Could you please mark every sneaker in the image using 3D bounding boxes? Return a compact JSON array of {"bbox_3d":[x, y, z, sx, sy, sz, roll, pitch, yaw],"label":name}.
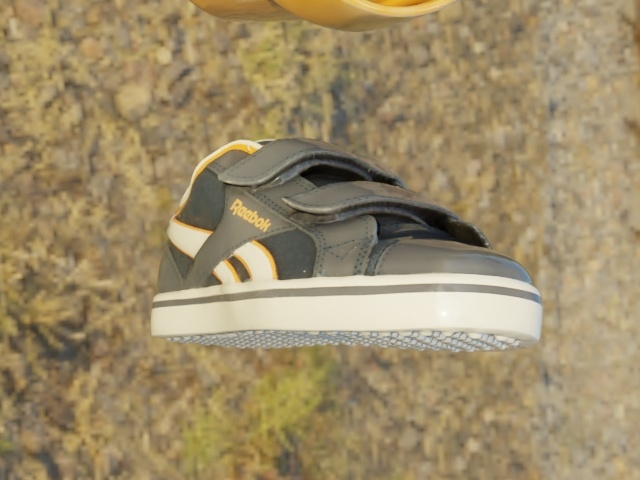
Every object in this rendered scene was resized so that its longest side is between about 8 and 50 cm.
[{"bbox_3d":[0.000,0.000,0.811,0.126,0.321,0.127,11,82,-36],"label":"sneaker"}]

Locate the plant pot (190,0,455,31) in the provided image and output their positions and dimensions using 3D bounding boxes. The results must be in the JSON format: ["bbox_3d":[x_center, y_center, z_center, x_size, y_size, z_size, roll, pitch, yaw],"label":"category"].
[{"bbox_3d":[-0.013,-0.229,0.945,0.205,0.188,0.205,5,81,-34],"label":"plant pot"}]
